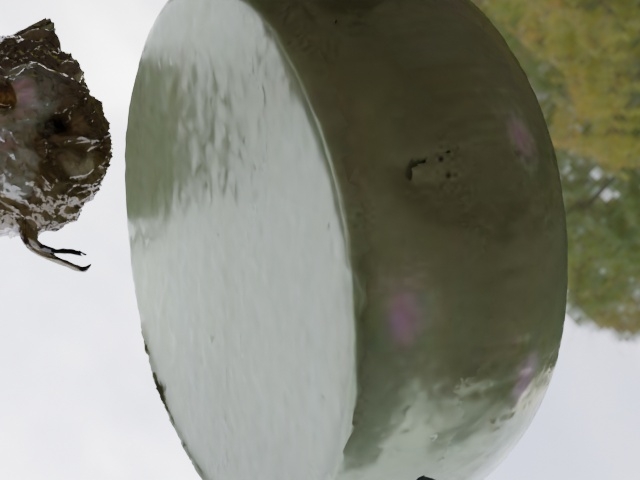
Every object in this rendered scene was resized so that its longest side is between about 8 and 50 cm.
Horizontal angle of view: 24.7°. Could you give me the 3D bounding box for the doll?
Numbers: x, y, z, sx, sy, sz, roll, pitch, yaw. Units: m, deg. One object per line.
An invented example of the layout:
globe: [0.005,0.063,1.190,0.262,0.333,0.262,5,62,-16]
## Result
doll: [-0.176,-0.064,0.805,0.105,0.115,0.221,-17,-152,-11]

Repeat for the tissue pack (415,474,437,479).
tissue pack: [-0.076,0.267,0.333,0.416,0.264,0.253,-18,-152,-31]

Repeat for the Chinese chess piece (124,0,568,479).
Chinese chess piece: [0.000,0.000,0.629,0.101,0.250,0.250,-7,-131,-28]
